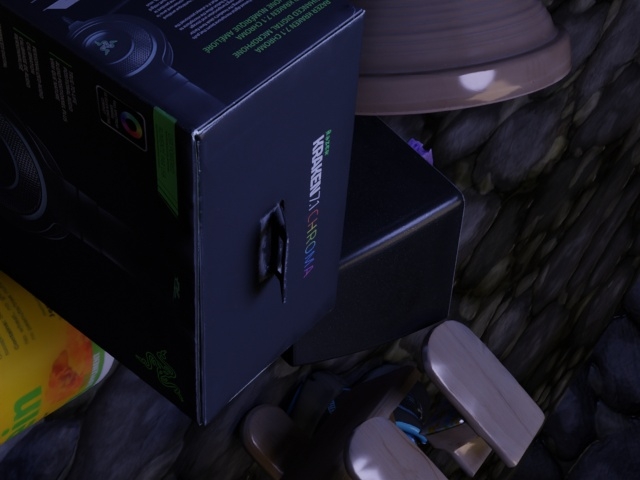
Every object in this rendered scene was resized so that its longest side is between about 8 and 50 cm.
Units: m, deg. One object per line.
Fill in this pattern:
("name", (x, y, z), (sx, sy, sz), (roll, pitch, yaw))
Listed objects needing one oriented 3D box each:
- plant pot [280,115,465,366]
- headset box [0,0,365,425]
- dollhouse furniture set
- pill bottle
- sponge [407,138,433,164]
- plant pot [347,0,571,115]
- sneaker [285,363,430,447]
("plant pot", (0.000, 0.000, 1.241), (0.167, 0.188, 0.187), (-31, 148, -23))
("headset box", (-0.114, -0.063, 0.788), (0.131, 0.283, 0.246), (-40, 153, -32))
("dollhouse furniture set", (-0.061, 0.241, 1.307), (0.394, 0.256, 0.362), (-48, -169, -35))
("pill bottle", (-0.263, 0.088, 0.880), (0.246, 0.136, 0.136), (-32, 147, -43))
("sponge", (0.050, -0.004, 1.497), (0.210, 0.031, 0.117), (-48, 155, -19))
("plant pot", (0.086, -0.185, 1.130), (0.237, 0.237, 0.109), (-29, 120, -46))
("sneaker", (0.075, 0.242, 1.728), (0.125, 0.140, 0.341), (-63, 157, 11))
